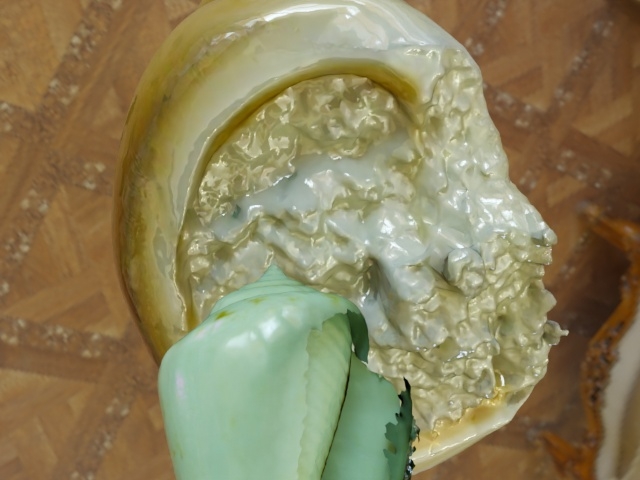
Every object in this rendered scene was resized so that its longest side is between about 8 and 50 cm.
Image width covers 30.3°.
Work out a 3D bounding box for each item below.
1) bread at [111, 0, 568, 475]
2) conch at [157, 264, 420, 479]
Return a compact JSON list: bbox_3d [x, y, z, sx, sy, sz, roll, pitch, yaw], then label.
[{"bbox_3d":[0.021,-0.013,0.925,0.329,0.245,0.424,-8,122,15],"label":"bread"},{"bbox_3d":[-0.010,0.140,0.716,0.137,0.251,0.143,-21,177,25],"label":"conch"}]
